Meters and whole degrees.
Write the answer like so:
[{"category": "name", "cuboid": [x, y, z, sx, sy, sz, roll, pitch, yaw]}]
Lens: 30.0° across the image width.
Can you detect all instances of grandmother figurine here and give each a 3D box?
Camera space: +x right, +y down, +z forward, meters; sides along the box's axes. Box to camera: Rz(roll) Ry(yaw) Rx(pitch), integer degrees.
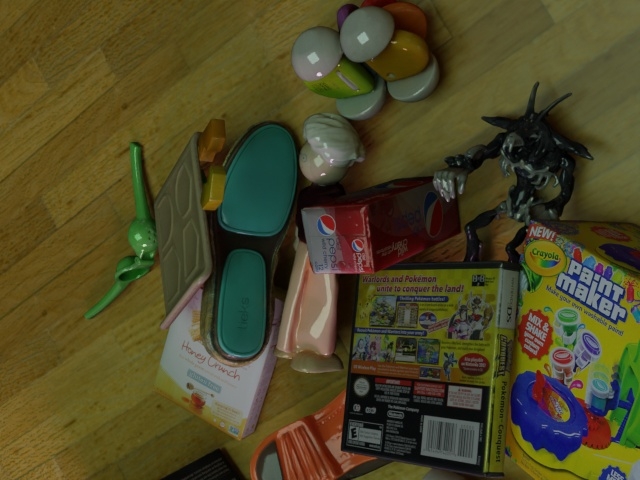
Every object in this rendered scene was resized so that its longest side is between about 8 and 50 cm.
[{"category": "grandmother figurine", "cuboid": [0.000, 0.000, 1.602, 0.208, 0.104, 0.342, 17, 105, 57]}]

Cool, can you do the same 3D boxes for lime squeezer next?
[{"category": "lime squeezer", "cuboid": [-0.301, 0.013, 1.843, 0.110, 0.059, 0.310, 28, 113, 23]}]

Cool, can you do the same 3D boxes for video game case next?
[{"category": "video game case", "cuboid": [0.129, 0.151, 1.470, 0.275, 0.035, 0.248, -3, 80, 54]}]

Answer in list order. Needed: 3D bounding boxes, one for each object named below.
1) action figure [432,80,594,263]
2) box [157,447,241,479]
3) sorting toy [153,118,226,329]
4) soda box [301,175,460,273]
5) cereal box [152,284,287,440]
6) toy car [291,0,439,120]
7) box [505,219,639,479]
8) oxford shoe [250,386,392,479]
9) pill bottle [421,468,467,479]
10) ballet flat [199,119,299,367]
[{"category": "action figure", "cuboid": [0.234, -0.053, 1.469, 0.164, 0.141, 0.275, 22, 113, 29]}, {"category": "box", "cuboid": [-0.204, 0.531, 1.814, 0.296, 0.183, 0.294, -43, 76, 31]}, {"category": "sorting toy", "cuboid": [-0.173, -0.029, 1.652, 0.307, 0.041, 0.229, 134, 136, -58]}, {"category": "soda box", "cuboid": [0.083, -0.023, 1.488, 0.092, 0.263, 0.083, -2, 100, 30]}, {"category": "cereal box", "cuboid": [-0.147, 0.155, 1.785, 0.173, 0.047, 0.240, 25, 111, 23]}, {"category": "toy car", "cuboid": [0.058, -0.251, 1.543, 0.182, 0.159, 0.136, -17, 57, 32]}, {"category": "box", "cuboid": [0.356, 0.156, 1.354, 0.290, 0.177, 0.279, 36, 119, 52]}, {"category": "oxford shoe", "cuboid": [0.080, 0.249, 1.639, 0.364, 0.133, 0.130, -25, 75, 14]}, {"category": "pill bottle", "cuboid": [0.238, 0.422, 1.547, 0.283, 0.161, 0.161, 31, 114, 21]}, {"category": "ballet flat", "cuboid": [-0.108, 0.005, 1.677, 0.123, 0.123, 0.348, 2, 78, 30]}]
